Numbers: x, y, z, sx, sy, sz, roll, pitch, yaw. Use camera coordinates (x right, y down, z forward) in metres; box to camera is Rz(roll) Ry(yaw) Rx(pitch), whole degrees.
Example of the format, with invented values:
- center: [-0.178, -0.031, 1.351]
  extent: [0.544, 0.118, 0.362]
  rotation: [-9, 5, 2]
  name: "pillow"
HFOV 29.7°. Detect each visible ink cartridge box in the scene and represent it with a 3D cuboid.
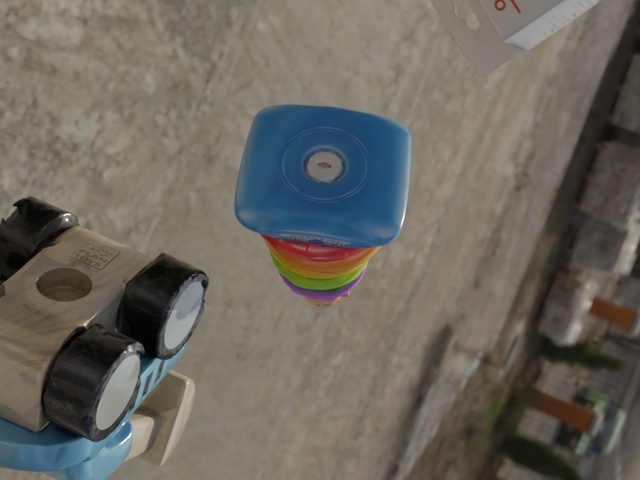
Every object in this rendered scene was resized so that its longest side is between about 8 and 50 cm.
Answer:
- center: [0.148, -0.200, 0.808]
  extent: [0.180, 0.104, 0.060]
  rotation: [-34, 168, 21]
  name: "ink cartridge box"

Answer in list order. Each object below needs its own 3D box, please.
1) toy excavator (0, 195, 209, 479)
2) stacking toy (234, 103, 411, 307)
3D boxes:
- center: [-0.269, 0.172, 1.397]
  extent: [0.433, 0.222, 0.445]
  rotation: [-51, 159, -53]
  name: "toy excavator"
- center: [0.000, 0.000, 1.348]
  extent: [0.302, 0.175, 0.165]
  rotation: [93, 5, -59]
  name: "stacking toy"
